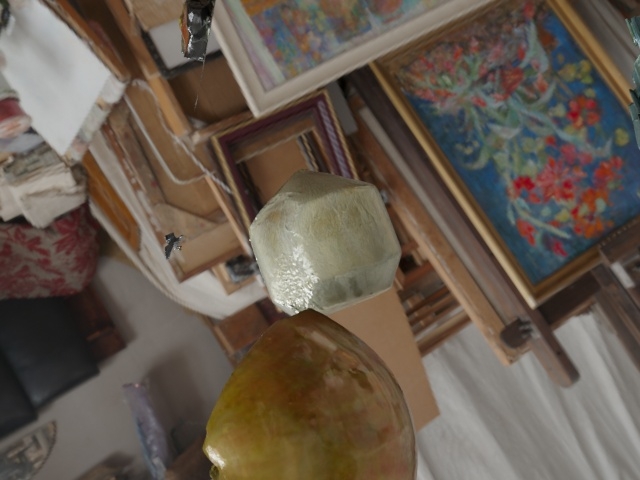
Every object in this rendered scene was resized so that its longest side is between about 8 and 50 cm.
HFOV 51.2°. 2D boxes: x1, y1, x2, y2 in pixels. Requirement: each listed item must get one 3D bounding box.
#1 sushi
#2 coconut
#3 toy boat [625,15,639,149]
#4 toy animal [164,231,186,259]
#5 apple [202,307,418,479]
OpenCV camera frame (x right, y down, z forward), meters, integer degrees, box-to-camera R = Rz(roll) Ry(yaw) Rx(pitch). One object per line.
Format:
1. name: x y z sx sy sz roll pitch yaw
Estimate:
1. sushi: -0.153 -0.308 0.844 0.043 0.279 0.192 10 136 -12
2. coconut: 0.000 0.000 1.147 0.245 0.247 0.245 -21 172 -3
3. toy boat: 0.517 -0.188 0.965 0.122 0.295 0.114 -20 172 39
4. toy animal: -0.280 0.007 1.289 0.050 0.028 0.084 -20 -148 -5
5. apple: -0.008 0.250 0.863 0.252 0.313 0.309 -21 162 4
